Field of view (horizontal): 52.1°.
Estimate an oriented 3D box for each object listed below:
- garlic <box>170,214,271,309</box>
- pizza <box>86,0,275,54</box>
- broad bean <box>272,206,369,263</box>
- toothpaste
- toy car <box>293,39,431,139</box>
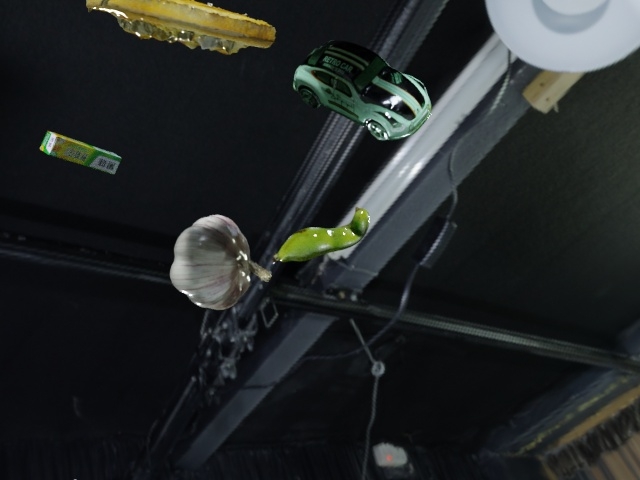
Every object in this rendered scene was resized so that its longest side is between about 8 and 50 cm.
[{"bbox_3d":[-0.225,0.062,1.618,0.253,0.245,0.245,5,-29,30],"label":"garlic"},{"bbox_3d":[-0.252,-0.382,1.134,0.323,0.223,0.089,3,-70,-32],"label":"pizza"},{"bbox_3d":[0.000,0.000,1.247,0.213,0.048,0.070,-25,-65,14],"label":"broad bean"},{"bbox_3d":[-0.495,-0.181,1.360,0.178,0.037,0.043,17,-81,-62],"label":"toothpaste"},{"bbox_3d":[0.079,-0.320,1.329,0.136,0.306,0.125,-49,-28,-19],"label":"toy car"}]
